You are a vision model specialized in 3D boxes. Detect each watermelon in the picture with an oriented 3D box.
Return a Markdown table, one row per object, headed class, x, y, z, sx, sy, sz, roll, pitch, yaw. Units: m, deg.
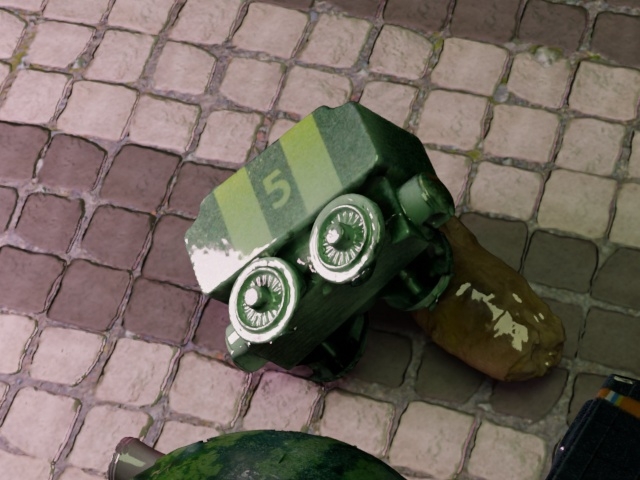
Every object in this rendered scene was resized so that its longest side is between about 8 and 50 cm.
| class | x | y | z | sx | sy | sz | roll | pitch | yaw |
| --- | --- | --- | --- | --- | --- | --- | --- | --- | --- |
| watermelon | 0.016 | 0.285 | 1.839 | 0.319 | 0.292 | 0.222 | -1 | 37 | 41 |

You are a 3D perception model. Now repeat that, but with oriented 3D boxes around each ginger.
| class | x | y | z | sx | sy | sz | roll | pitch | yaw |
| --- | --- | --- | --- | --- | --- | --- | --- | --- | --- |
| ginger | 0.151 | 0.053 | 2.073 | 0.116 | 0.109 | 0.263 | -49 | 58 | 16 |

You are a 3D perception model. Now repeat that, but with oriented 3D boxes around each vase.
| class | x | y | z | sx | sy | sz | roll | pitch | yaw |
| --- | --- | --- | --- | --- | --- | --- | --- | --- | --- |
| vase | -0.113 | 0.259 | 1.978 | 0.214 | 0.086 | 0.086 | 16 | 59 | 21 |

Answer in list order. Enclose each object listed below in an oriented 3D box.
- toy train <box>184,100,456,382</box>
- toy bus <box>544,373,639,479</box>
| class | x | y | z | sx | sy | sz | roll | pitch | yaw |
| --- | --- | --- | --- | --- | --- | --- | --- | --- | --- |
| toy train | 0.000 | 0.000 | 2.032 | 0.299 | 0.167 | 0.238 | -38 | 53 | 20 |
| toy bus | 0.287 | 0.266 | 1.856 | 0.167 | 0.138 | 0.275 | 25 | 42 | 16 |
